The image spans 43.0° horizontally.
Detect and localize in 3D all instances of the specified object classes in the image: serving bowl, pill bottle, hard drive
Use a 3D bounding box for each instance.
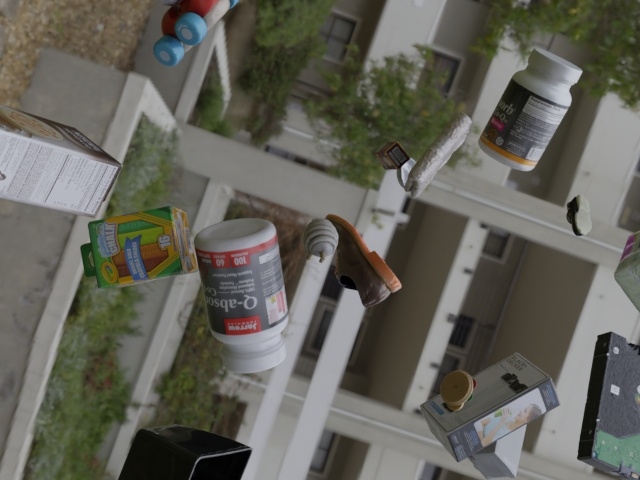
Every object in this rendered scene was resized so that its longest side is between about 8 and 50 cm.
[{"bbox_3d":[0.216,-0.167,2.054,0.027,0.083,0.083,-3,-120,39],"label":"serving bowl"},{"bbox_3d":[-0.194,0.141,2.091,0.210,0.210,0.362,-87,170,-72],"label":"pill bottle"},{"bbox_3d":[0.780,0.428,2.048,0.064,0.237,0.338,-41,-152,61],"label":"hard drive"},{"bbox_3d":[0.525,-0.327,2.034,0.162,0.162,0.278,-83,-164,-66],"label":"pill bottle"}]

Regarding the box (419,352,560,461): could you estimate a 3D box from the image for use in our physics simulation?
[{"bbox_3d":[0.408,0.399,1.973,0.087,0.290,0.169,67,-8,-19],"label":"box"}]

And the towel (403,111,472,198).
[{"bbox_3d":[0.267,-0.189,1.875,0.187,0.049,0.282,-52,174,0],"label":"towel"}]

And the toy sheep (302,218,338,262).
[{"bbox_3d":[0.000,0.000,1.875,0.132,0.091,0.091,-104,-152,-44],"label":"toy sheep"}]

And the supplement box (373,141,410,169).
[{"bbox_3d":[0.169,-0.201,1.933,0.043,0.055,0.083,-42,-166,-10],"label":"supplement box"}]

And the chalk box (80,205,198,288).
[{"bbox_3d":[-0.495,0.026,2.137,0.179,0.289,0.180,29,49,-85],"label":"chalk box"}]

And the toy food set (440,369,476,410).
[{"bbox_3d":[0.297,0.320,1.760,0.082,0.020,0.083,-43,-138,11],"label":"toy food set"}]

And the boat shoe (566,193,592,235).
[{"bbox_3d":[0.585,-0.051,1.846,0.042,0.049,0.133,-43,-161,38],"label":"boat shoe"}]

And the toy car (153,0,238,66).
[{"bbox_3d":[-0.358,-0.596,1.980,0.210,0.238,0.219,-26,-155,47],"label":"toy car"}]

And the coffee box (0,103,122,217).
[{"bbox_3d":[-0.427,-0.121,1.144,0.247,0.141,0.098,14,108,-57],"label":"coffee box"}]

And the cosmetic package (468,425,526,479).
[{"bbox_3d":[0.493,0.528,2.256,0.107,0.127,0.237,-20,-145,37],"label":"cosmetic package"}]

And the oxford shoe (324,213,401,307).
[{"bbox_3d":[0.080,0.050,2.305,0.133,0.130,0.363,-39,-138,-1],"label":"oxford shoe"}]

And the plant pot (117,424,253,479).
[{"bbox_3d":[-0.271,0.448,1.540,0.187,0.167,0.188,15,97,-61],"label":"plant pot"}]

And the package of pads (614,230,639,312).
[{"bbox_3d":[0.802,0.124,1.852,0.101,0.296,0.229,-35,-176,37],"label":"package of pads"}]
